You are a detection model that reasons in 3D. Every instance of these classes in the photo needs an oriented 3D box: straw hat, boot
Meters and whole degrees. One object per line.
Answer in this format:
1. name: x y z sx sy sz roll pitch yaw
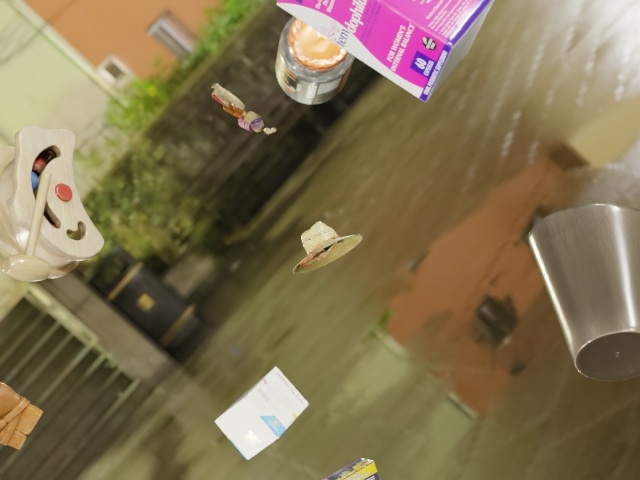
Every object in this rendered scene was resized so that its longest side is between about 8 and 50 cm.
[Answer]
1. straw hat: 0.000 0.000 2.438 0.144 0.061 0.144 -28 -13 -7
2. boot: -0.592 0.327 2.369 0.197 0.152 0.073 -47 23 27

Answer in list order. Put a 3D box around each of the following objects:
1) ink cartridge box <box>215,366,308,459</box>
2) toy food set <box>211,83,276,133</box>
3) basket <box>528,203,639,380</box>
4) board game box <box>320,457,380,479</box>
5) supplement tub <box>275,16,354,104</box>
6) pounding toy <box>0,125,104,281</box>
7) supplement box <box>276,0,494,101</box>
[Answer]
1. ink cartridge box: -0.098 0.298 2.379 0.090 0.092 0.143 -40 0 32
2. toy food set: -0.129 -0.201 2.146 0.019 0.122 0.078 -56 12 -10
3. basket: 0.421 0.080 2.005 0.154 0.204 0.227 96 174 -50
4. board game box: 0.034 0.462 2.251 0.170 0.141 0.048 -25 10 -25
5. supplement tub: -0.008 -0.283 2.065 0.117 0.117 0.190 -49 -2 -9
6. pounding toy: -0.370 -0.050 1.925 0.155 0.154 0.270 -31 50 36
7. supplement box: 0.075 -0.284 1.592 0.114 0.220 0.111 -50 -9 -32
